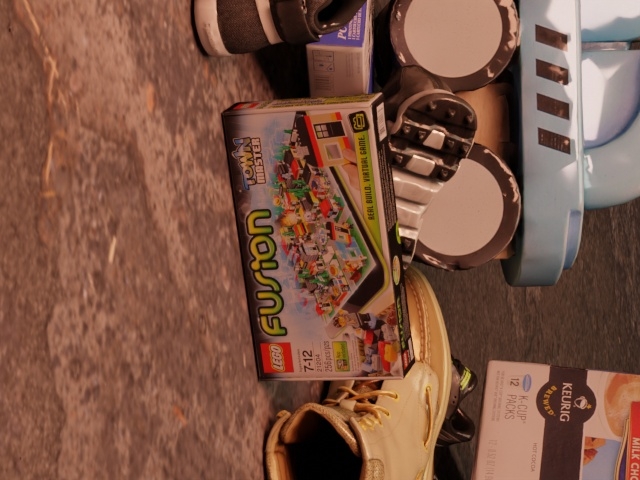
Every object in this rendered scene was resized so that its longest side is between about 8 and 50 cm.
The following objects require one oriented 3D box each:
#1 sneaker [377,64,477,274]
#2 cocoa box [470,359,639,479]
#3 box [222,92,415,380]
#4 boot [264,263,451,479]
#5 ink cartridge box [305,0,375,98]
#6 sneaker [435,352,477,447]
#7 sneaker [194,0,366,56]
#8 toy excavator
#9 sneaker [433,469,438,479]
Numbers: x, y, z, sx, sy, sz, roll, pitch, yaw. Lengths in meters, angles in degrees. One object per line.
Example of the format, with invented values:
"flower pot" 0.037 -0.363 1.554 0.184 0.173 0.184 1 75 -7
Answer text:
"sneaker" 0.038 -0.035 1.461 0.234 0.078 0.106 -60 -153 26
"cocoa box" 0.264 0.310 1.898 0.347 0.228 0.231 84 14 -53
"box" 0.000 0.000 1.396 0.036 0.114 0.207 -46 130 -66
"boot" 0.029 0.130 1.510 0.203 0.095 0.262 30 64 -68
"ink cartridge box" 0.017 -0.144 1.498 0.207 0.046 0.097 86 8 -67
"sneaker" 0.104 0.114 1.765 0.067 0.078 0.188 -70 152 -50
"sneaker" -0.009 -0.217 1.380 0.079 0.121 0.217 67 27 -49
"toy excavator" 0.268 -0.178 1.637 0.222 0.445 0.432 -178 -93 -86
"sneaker" 0.090 0.250 1.666 0.101 0.106 0.267 -44 128 -65
